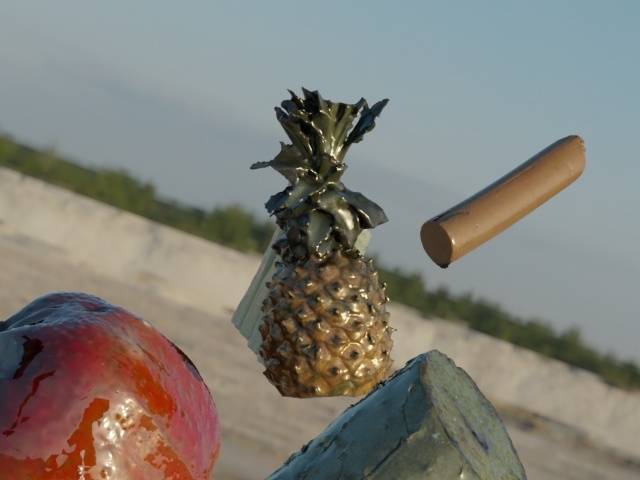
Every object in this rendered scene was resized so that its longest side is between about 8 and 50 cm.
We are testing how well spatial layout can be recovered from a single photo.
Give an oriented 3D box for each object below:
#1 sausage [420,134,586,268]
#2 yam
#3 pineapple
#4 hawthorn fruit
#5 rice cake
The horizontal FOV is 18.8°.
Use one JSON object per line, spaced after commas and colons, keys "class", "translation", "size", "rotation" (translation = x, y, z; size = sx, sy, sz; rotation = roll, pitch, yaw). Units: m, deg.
{"class": "sausage", "translation": [0.095, -0.022, 0.973], "size": [0.026, 0.026, 0.116], "rotation": [19, 39, 41]}
{"class": "yam", "translation": [0.011, 0.192, 1.152], "size": [0.154, 0.254, 0.154], "rotation": [51, 4, -5]}
{"class": "pineapple", "translation": [0.000, 0.000, 1.578], "size": [0.125, 0.251, 0.125], "rotation": [0, 3, 0]}
{"class": "hawthorn fruit", "translation": [-0.181, 0.189, 1.614], "size": [0.300, 0.254, 0.254], "rotation": [37, -7, -20]}
{"class": "rice cake", "translation": [-0.022, 0.039, 2.017], "size": [0.037, 0.198, 0.189], "rotation": [13, 16, -26]}
